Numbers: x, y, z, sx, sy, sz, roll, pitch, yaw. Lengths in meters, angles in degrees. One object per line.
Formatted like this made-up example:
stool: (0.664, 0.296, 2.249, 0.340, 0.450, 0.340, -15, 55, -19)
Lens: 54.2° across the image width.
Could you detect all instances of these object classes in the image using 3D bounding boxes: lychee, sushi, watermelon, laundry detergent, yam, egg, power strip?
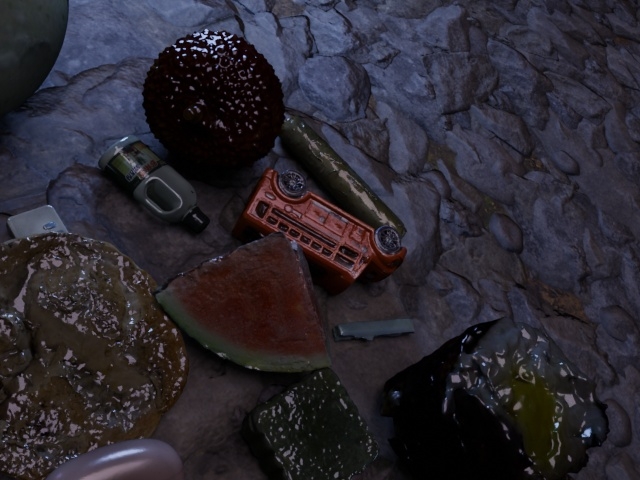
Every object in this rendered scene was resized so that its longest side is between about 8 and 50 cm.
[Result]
lychee: (-0.203, -0.267, 1.218, 0.276, 0.275, 0.304, 36, 26, -4)
sushi: (0.286, 0.306, 1.098, 0.299, 0.294, 0.281, 45, 51, 4)
watermelon: (-0.104, 0.097, 1.061, 0.310, 0.193, 0.231, 21, 87, 6)
laundry detergent: (-0.303, -0.097, 1.179, 0.226, 0.070, 0.099, 42, 43, 0)
yam: (0.047, -0.128, 1.380, 0.371, 0.083, 0.083, 46, 51, 5)
egg: (-0.601, -0.391, 1.029, 0.345, 0.345, 0.427, 5, 74, -26)
power strip: (-0.449, 0.026, 1.048, 0.081, 0.035, 0.192, -26, 76, -35)

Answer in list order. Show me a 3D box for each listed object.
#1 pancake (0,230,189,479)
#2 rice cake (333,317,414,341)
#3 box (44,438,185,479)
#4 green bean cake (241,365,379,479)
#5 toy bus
pancake: (-0.391, 0.168, 0.947, 0.387, 0.082, 0.386, 10, 69, -28)
rice cake: (0.110, 0.181, 1.250, 0.180, 0.030, 0.042, 0, 65, -27)
box: (-0.288, 0.360, 0.875, 0.200, 0.088, 0.145, -8, 97, -33)
green bean cake: (-0.017, 0.332, 1.050, 0.183, 0.094, 0.185, -26, 76, -37)
toy bus: (0.000, 0.000, 1.239, 0.329, 0.143, 0.153, 30, 62, -10)
